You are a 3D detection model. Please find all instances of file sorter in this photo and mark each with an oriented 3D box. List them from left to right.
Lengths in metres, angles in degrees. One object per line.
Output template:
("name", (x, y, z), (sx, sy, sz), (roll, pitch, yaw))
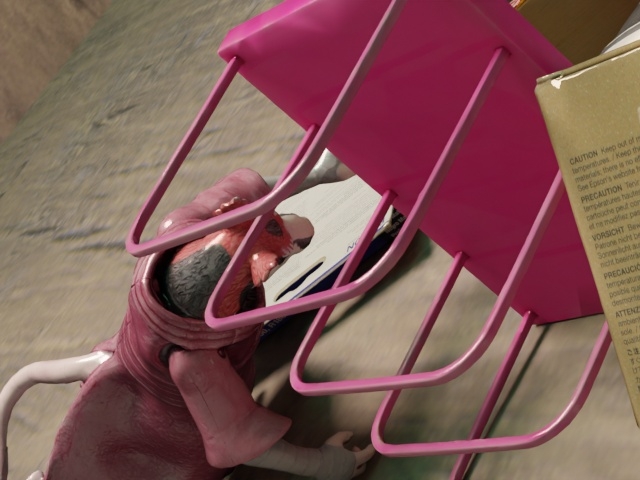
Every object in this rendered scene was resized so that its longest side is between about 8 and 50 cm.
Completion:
("file sorter", (0.065, 0.010, 0.936), (0.202, 0.290, 0.182), (-17, 39, 55))

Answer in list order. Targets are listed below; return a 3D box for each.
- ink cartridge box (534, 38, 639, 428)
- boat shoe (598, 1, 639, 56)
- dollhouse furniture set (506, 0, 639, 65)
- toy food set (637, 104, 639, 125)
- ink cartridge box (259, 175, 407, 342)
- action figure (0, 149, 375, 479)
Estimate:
("ink cartridge box", (0.234, -0.023, 0.782), (0.088, 0.193, 0.234), (-13, -4, -38))
("boat shoe", (0.231, -0.132, 0.908), (0.301, 0.108, 0.102), (121, 170, -63))
("dollhouse furniture set", (0.094, -0.252, 1.238), (0.201, 0.374, 0.152), (-41, 26, 15))
("toy food set", (0.255, 0.037, 0.641), (0.092, 0.220, 0.306), (-13, 5, -28))
("ink cartridge box", (0.000, 0.000, 1.430), (0.223, 0.045, 0.224), (-39, 23, 26))
("action figure", (-0.102, 0.057, 1.170), (0.370, 0.275, 0.248), (111, 159, -60))
